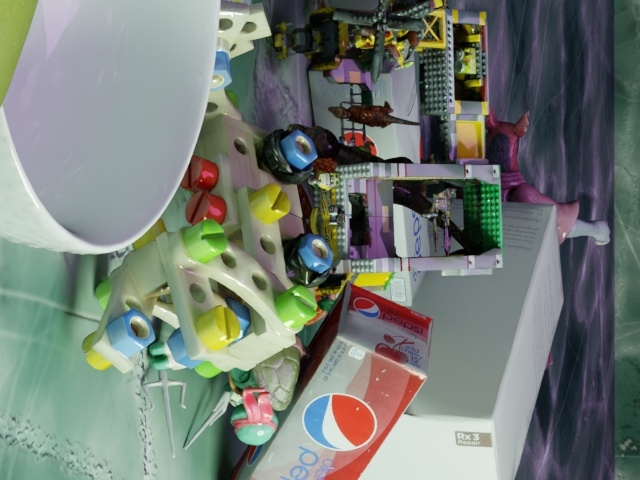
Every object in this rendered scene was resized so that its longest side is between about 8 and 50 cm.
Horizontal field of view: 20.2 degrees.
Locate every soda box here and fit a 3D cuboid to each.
[{"bbox_3d":[0.057,-0.075,1.932,0.098,0.091,0.286,-60,149,-55],"label":"soda box"},{"bbox_3d":[0.004,0.167,1.611,0.263,0.092,0.083,-59,-169,35],"label":"soda box"}]

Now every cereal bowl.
[{"bbox_3d":[-0.182,-0.162,1.096,0.339,0.141,0.339,4,90,-71],"label":"cereal bowl"}]

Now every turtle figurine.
[{"bbox_3d":[-0.068,0.095,1.559,0.175,0.118,0.234,61,31,-59],"label":"turtle figurine"}]

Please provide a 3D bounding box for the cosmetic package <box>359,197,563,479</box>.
[{"bbox_3d":[0.137,0.122,2.027,0.385,0.217,0.156,-64,152,-46],"label":"cosmetic package"}]

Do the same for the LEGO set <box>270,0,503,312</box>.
[{"bbox_3d":[0.027,-0.089,1.650,0.192,0.255,0.331,-1,97,-41],"label":"LEGO set"}]

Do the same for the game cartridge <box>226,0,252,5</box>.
[{"bbox_3d":[-0.081,-0.214,1.603,0.083,0.017,0.056,-58,143,-56],"label":"game cartridge"}]

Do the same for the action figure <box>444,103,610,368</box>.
[{"bbox_3d":[0.212,0.002,2.361,0.275,0.248,0.370,-21,118,-41],"label":"action figure"}]

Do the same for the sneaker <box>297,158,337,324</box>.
[{"bbox_3d":[0.000,0.000,1.823,0.067,0.064,0.175,46,52,-79],"label":"sneaker"}]

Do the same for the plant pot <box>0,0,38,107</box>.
[{"bbox_3d":[-0.236,-0.121,0.801,0.275,0.274,0.294,-67,169,-46],"label":"plant pot"}]

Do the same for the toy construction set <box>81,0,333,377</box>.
[{"bbox_3d":[-0.088,-0.035,1.432,0.215,0.151,0.328,21,63,-41],"label":"toy construction set"}]

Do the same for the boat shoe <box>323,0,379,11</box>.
[{"bbox_3d":[0.074,-0.320,1.902,0.099,0.116,0.319,66,27,-48],"label":"boat shoe"}]
